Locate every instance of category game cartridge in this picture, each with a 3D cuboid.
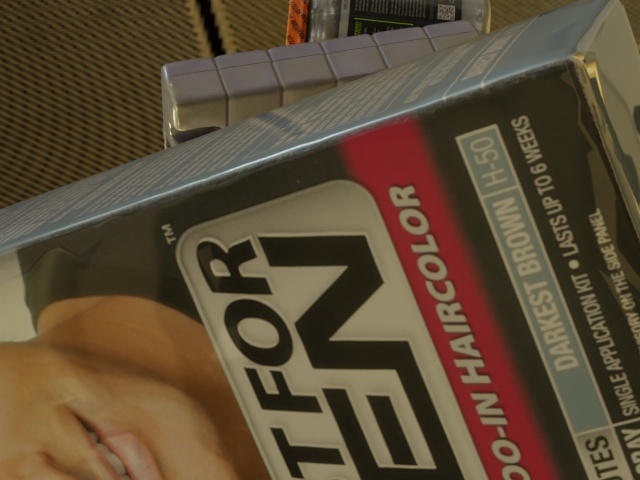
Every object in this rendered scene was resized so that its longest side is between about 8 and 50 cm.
[{"bbox_3d":[0.000,0.000,1.048,0.230,0.068,0.355,-13,-42,-16],"label":"game cartridge"}]

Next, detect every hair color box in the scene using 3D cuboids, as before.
[{"bbox_3d":[-0.045,0.065,0.512,0.375,0.113,0.185,-17,-77,24],"label":"hair color box"}]

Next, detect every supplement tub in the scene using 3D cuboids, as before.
[{"bbox_3d":[0.062,-0.195,1.344,0.190,0.117,0.117,6,-83,-3],"label":"supplement tub"}]
